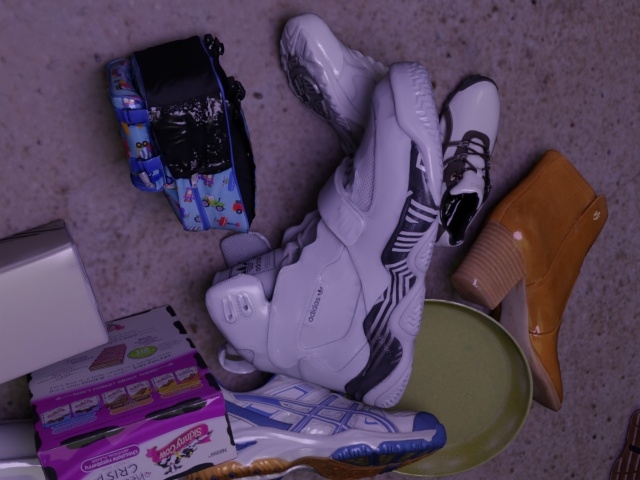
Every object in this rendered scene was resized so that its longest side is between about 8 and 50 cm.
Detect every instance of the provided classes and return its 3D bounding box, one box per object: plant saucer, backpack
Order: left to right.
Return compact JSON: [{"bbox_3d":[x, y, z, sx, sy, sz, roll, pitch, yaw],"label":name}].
[{"bbox_3d":[-0.124,-0.087,0.854,0.116,0.158,0.173,-15,123,-8],"label":"backpack"},{"bbox_3d":[0.121,0.166,1.047,0.240,0.037,0.241,2,115,5],"label":"plant saucer"}]

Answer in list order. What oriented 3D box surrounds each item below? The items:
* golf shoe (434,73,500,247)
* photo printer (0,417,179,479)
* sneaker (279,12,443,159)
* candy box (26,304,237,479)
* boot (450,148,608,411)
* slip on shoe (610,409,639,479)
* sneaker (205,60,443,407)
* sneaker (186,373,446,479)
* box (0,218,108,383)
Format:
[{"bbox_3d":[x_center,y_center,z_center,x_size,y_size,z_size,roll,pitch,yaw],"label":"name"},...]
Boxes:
[{"bbox_3d":[0.164,-0.082,0.998,0.077,0.094,0.198,13,100,-23],"label":"golf shoe"},{"bbox_3d":[-0.297,0.305,0.927,0.307,0.107,0.256,-1,106,-22],"label":"photo printer"},{"bbox_3d":[0.048,-0.157,0.941,0.115,0.090,0.232,-46,126,-10],"label":"sneaker"},{"bbox_3d":[-0.187,0.149,0.851,0.159,0.233,0.071,-16,111,-16],"label":"candy box"},{"bbox_3d":[0.281,0.053,1.087,0.211,0.104,0.295,-46,128,-16],"label":"boot"},{"bbox_3d":[0.442,0.299,1.255,0.041,0.051,0.136,7,98,-35],"label":"slip on shoe"},{"bbox_3d":[0.000,0.000,0.886,0.210,0.137,0.366,5,118,0],"label":"sneaker"},{"bbox_3d":[-0.004,0.191,0.990,0.296,0.131,0.112,1,148,-19],"label":"sneaker"},{"bbox_3d":[-0.349,0.083,0.845,0.275,0.094,0.113,-20,113,-15],"label":"box"}]
